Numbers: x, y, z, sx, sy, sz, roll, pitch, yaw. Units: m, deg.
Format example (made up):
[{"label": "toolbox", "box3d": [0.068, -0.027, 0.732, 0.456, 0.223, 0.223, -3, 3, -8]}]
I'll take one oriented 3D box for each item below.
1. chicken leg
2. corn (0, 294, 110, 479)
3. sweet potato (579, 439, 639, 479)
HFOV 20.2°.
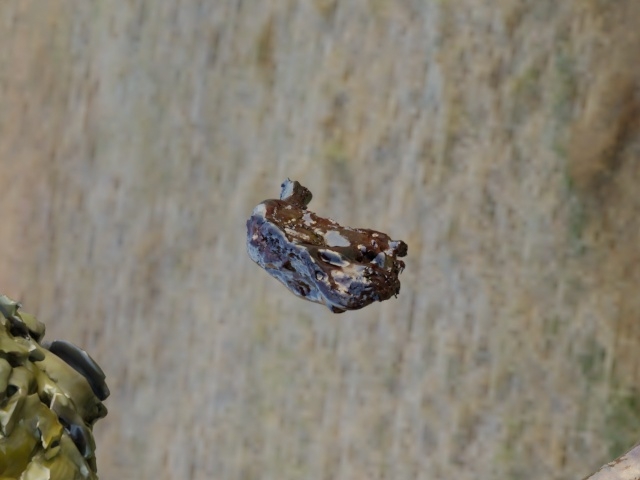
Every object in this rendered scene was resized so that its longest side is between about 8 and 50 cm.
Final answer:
[{"label": "chicken leg", "box3d": [-0.006, 0.001, 1.158, 0.205, 0.093, 0.053, 40, 134, 53]}, {"label": "corn", "box3d": [-0.193, 0.126, 0.499, 0.115, 0.318, 0.115, 52, 165, 20]}, {"label": "sweet potato", "box3d": [0.331, 0.171, 1.538, 0.066, 0.314, 0.072, 67, 164, -15]}]
